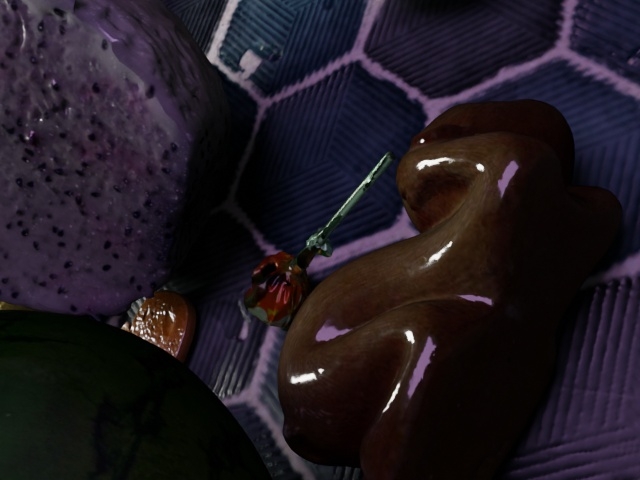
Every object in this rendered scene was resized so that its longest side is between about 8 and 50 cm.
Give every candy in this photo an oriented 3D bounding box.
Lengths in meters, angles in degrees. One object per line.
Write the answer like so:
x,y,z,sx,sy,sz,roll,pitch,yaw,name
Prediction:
0.000,0.000,0.540,0.184,0.049,0.055,-49,43,42,candy

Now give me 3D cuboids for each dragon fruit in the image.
-0.182,-0.088,0.660,0.204,0.221,0.283,-66,0,-63,dragon fruit

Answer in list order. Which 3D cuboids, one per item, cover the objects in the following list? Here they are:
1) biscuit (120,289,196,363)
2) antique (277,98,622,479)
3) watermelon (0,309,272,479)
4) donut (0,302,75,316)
-0.136,0.084,0.653,0.078,0.015,0.091,10,73,40,biscuit
0.070,0.027,0.476,0.143,0.121,0.257,28,91,50,antique
-0.171,0.207,0.393,0.363,0.363,0.363,-16,59,28,watermelon
-0.307,0.068,0.745,0.166,0.073,0.184,-37,50,18,donut
